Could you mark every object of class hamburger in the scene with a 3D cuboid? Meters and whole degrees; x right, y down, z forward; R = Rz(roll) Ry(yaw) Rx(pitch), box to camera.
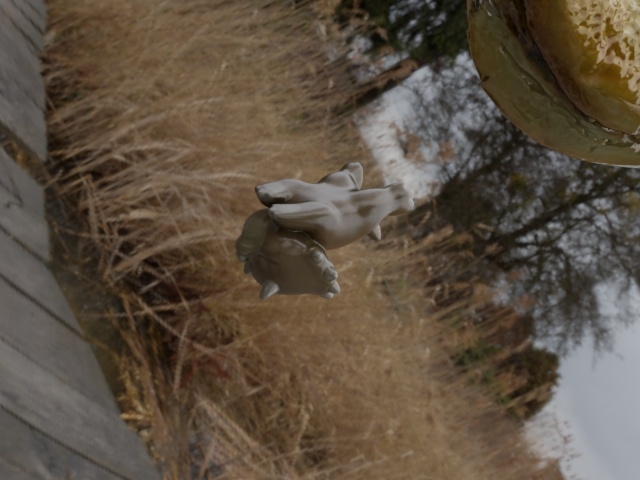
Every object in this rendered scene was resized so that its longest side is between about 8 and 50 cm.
[{"bbox_3d":[0.281,-0.213,0.702,0.170,0.314,0.290,155,-54,-66],"label":"hamburger"}]

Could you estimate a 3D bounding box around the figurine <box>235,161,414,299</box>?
[{"bbox_3d":[-0.006,-0.001,1.169,0.177,0.247,0.173,28,-51,40],"label":"figurine"}]
